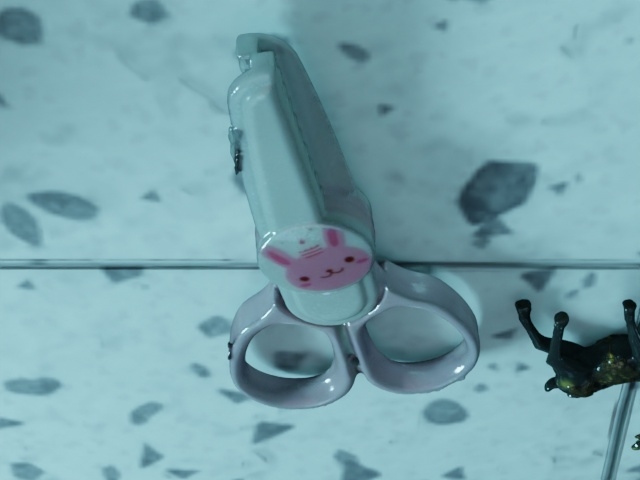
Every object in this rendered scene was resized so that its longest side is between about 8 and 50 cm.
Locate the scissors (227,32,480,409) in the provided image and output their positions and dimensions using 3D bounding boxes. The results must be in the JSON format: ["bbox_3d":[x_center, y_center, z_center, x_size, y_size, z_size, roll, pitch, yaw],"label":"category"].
[{"bbox_3d":[0.000,0.000,0.780,0.118,0.030,0.242,-8,141,7],"label":"scissors"}]

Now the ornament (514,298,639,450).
[{"bbox_3d":[0.144,0.065,0.862,0.073,0.028,0.125,-15,136,15],"label":"ornament"}]
